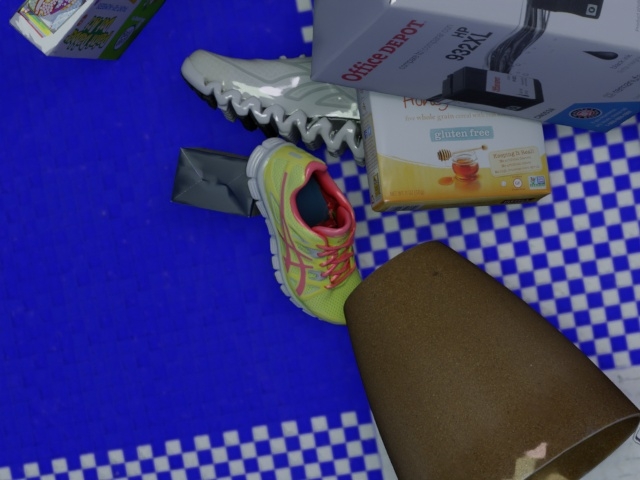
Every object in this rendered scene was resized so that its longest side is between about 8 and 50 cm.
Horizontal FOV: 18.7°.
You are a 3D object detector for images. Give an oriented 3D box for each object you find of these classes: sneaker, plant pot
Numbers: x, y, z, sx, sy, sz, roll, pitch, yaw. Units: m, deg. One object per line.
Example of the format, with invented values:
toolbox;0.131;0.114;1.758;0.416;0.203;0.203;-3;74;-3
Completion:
sneaker;0.008;-0.143;1.918;0.292;0.110;0.118;18;88;-1
plant pot;0.140;0.134;1.862;0.237;0.237;0.254;-38;72;10
sneaker;0.000;0.000;1.895;0.081;0.094;0.208;-41;120;-27

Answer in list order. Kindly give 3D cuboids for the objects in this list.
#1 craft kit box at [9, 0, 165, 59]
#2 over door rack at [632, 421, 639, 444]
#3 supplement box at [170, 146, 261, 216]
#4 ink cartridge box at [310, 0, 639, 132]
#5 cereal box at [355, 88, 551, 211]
craft kit box;-0.168;-0.282;1.861;0.061;0.250;0.246;44;100;4
over door rack;0.431;0.074;1.782;0.108;0.239;0.324;39;99;11
supplement box;-0.097;-0.059;1.945;0.083;0.083;0.056;12;95;10
ink cartridge box;0.168;-0.206;1.740;0.307;0.223;0.129;9;75;-17
cereal box;0.120;-0.151;1.860;0.173;0.047;0.240;-4;79;-16
